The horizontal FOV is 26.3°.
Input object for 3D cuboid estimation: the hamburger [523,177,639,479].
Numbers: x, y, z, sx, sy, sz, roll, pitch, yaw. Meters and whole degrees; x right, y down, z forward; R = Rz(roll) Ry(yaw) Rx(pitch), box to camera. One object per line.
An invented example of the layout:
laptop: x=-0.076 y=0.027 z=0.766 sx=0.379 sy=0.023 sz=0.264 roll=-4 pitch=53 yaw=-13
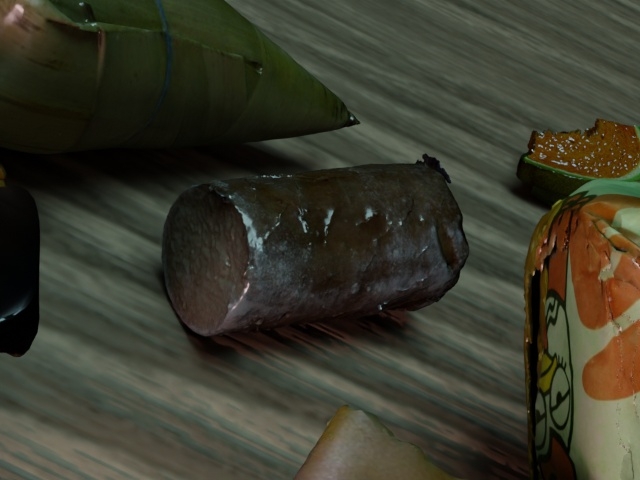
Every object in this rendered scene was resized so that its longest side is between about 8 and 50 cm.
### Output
hamburger: x=0.144 y=0.070 z=0.579 sx=0.125 sy=0.214 sz=0.235 roll=5 pitch=16 yaw=-9

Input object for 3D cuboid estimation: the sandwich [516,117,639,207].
sandwich: x=0.172 y=-0.046 z=0.868 sx=0.135 sy=0.029 sz=0.067 roll=-18 pitch=50 yaw=-44

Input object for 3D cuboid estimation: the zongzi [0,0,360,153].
zongzi: x=-0.122 y=-0.131 z=0.720 sx=0.256 sy=0.115 sz=0.228 roll=-1 pitch=37 yaw=-46

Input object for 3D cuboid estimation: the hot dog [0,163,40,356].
hot dog: x=-0.198 y=-0.024 z=0.524 sx=0.194 sy=0.107 sz=0.326 roll=-6 pitch=39 yaw=-13

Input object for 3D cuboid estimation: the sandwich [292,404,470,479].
sandwich: x=-0.002 y=0.153 z=0.443 sx=0.220 sy=0.108 sz=0.186 roll=7 pitch=40 yaw=-22

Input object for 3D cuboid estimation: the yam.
yam: x=0.001 y=0.002 z=0.656 sx=0.141 sy=0.079 sz=0.079 roll=-5 pitch=47 yaw=-35
